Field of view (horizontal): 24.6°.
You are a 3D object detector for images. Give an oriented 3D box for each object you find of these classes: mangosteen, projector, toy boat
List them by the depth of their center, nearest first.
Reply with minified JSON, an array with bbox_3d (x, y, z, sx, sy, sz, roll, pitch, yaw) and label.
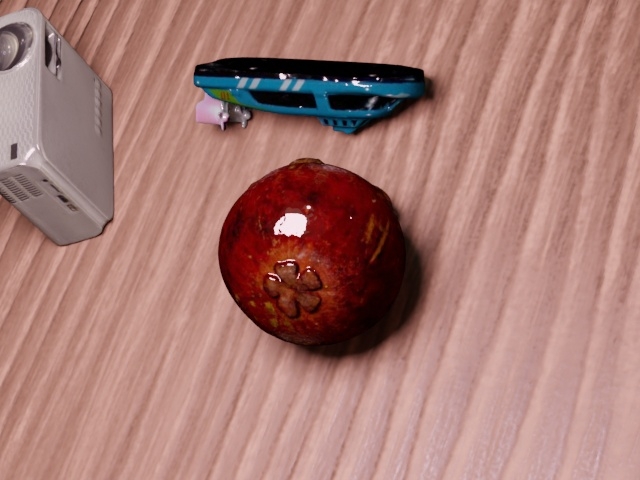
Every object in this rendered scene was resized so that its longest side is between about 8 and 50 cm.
[{"bbox_3d":[0.000,0.000,1.701,0.215,0.215,0.257,-8,25,20],"label":"mangosteen"},{"bbox_3d":[-0.011,-0.178,1.859,0.298,0.134,0.092,7,103,25],"label":"toy boat"},{"bbox_3d":[-0.364,-0.148,1.930,0.108,0.198,0.251,-15,59,16],"label":"projector"}]
